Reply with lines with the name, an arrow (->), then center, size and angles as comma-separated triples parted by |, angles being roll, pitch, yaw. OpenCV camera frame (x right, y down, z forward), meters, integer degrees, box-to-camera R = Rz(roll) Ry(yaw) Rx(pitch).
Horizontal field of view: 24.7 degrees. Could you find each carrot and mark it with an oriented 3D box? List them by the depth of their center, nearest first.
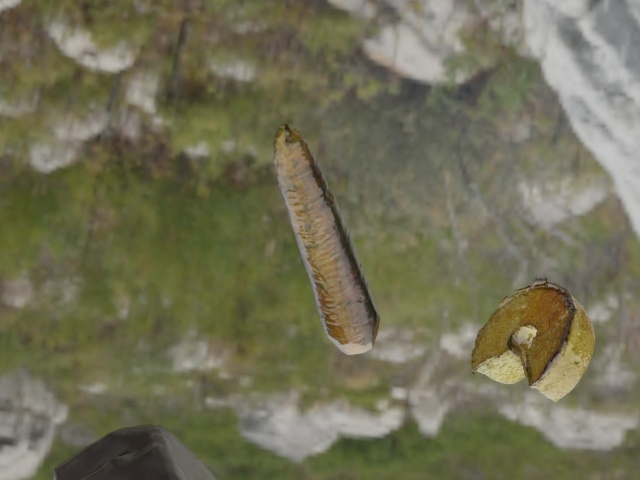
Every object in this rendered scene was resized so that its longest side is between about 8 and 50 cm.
carrot -> 0.000, 0.000, 1.540 | 0.066, 0.066, 0.314 | -2, 134, 21

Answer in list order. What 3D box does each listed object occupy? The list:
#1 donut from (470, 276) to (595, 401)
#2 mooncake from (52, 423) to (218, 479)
donut -> 0.272, 0.122, 1.801 | 0.078, 0.146, 0.181 | 35, 168, -22
mooncake -> -0.178, 0.396, 1.753 | 0.212, 0.350, 0.381 | -29, 147, 0
